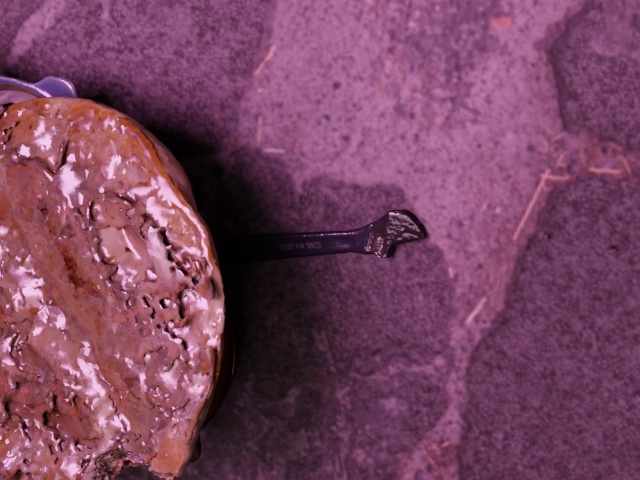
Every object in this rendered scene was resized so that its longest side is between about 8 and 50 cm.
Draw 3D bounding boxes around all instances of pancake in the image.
[{"bbox_3d":[-0.236,0.068,1.825,0.382,0.071,0.382,6,101,32],"label":"pancake"}]

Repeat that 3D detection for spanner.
[{"bbox_3d":[0.000,0.000,1.873,0.208,0.012,0.046,-5,104,23],"label":"spanner"}]

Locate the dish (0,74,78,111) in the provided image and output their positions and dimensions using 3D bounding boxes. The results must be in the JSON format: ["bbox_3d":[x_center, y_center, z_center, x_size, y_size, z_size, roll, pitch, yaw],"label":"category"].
[{"bbox_3d":[-0.294,-0.079,1.918,0.236,0.086,0.228,-25,95,26],"label":"dish"}]

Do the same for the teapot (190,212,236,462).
[{"bbox_3d":[-0.138,0.087,1.902,0.178,0.135,0.252,4,91,50],"label":"teapot"}]
